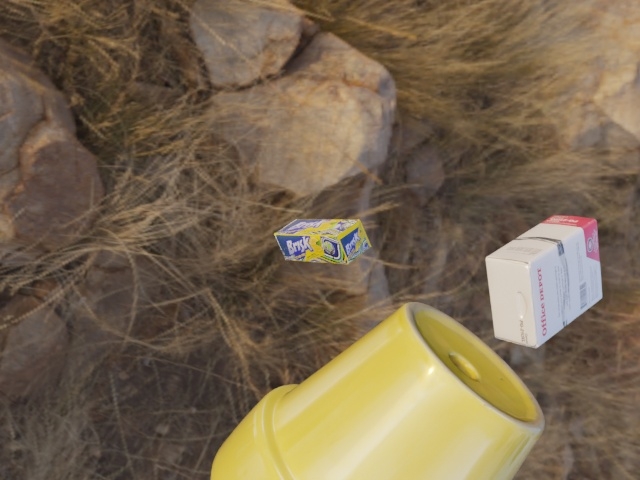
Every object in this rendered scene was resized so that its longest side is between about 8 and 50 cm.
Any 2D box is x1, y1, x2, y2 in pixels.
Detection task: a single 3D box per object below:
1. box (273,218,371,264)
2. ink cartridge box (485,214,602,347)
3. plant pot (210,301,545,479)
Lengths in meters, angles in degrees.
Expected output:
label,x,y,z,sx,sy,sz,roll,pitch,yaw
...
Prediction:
label,x,y,z,sx,sy,sz,roll,pitch,yaw
box,0.000,0.000,1.315,0.059,0.169,0.054,-35,112,-33
ink cartridge box,0.425,0.072,1.499,0.237,0.100,0.171,-26,113,-38
plant pot,0.066,0.196,0.741,0.254,0.254,0.239,23,112,-43
